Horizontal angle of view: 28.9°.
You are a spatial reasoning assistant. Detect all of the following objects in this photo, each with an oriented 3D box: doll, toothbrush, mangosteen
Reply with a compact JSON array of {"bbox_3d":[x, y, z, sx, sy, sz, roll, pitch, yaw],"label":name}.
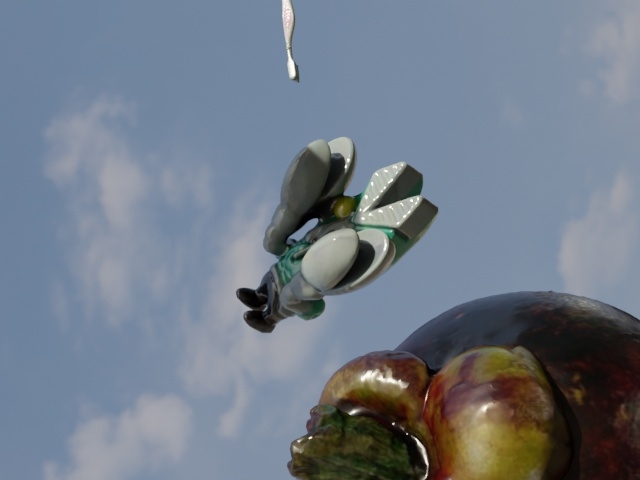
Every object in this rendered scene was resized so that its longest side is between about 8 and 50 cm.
[{"bbox_3d":[0.012,0.011,1.408,0.153,0.195,0.258,28,-85,-49],"label":"doll"},{"bbox_3d":[-0.044,-0.297,1.624,0.022,0.017,0.204,38,-140,-60],"label":"toothbrush"},{"bbox_3d":[0.048,0.074,0.364,0.140,0.140,0.140,-17,-67,-48],"label":"mangosteen"}]
